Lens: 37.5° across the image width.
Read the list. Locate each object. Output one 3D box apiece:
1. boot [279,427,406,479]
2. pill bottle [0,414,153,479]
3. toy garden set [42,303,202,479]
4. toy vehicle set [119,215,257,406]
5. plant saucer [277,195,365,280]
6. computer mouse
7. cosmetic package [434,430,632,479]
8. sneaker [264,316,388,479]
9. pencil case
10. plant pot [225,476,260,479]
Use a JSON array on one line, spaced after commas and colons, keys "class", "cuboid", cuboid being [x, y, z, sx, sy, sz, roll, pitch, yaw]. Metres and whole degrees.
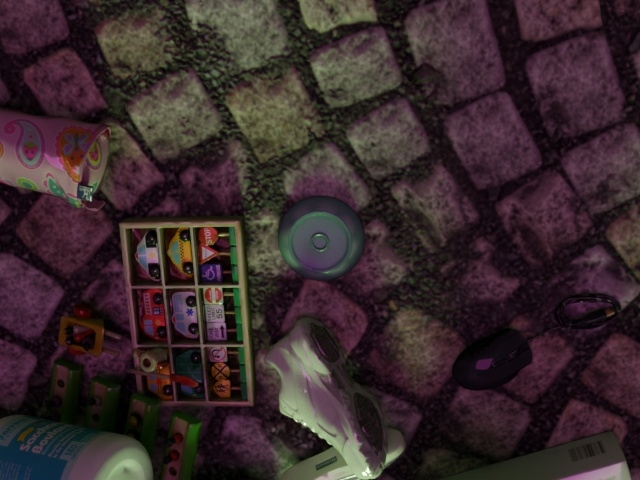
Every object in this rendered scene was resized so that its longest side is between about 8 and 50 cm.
[{"class": "boot", "cuboid": [0.043, 0.334, 1.332, 0.189, 0.069, 0.086, -23, 117, 11]}, {"class": "pill bottle", "cuboid": [-0.366, 0.314, 1.254, 0.264, 0.146, 0.146, 4, 105, 27]}, {"class": "toy garden set", "cuboid": [-0.278, 0.216, 1.294, 0.244, 0.049, 0.204, 18, 107, 20]}, {"class": "toy vehicle set", "cuboid": [-0.179, 0.099, 1.303, 0.165, 0.035, 0.267, -2, 103, 6]}, {"class": "plant saucer", "cuboid": [0.000, 0.000, 1.269, 0.119, 0.021, 0.119, 1, 104, 6]}, {"class": "computer mouse", "cuboid": [0.289, 0.137, 1.264, 0.242, 0.041, 0.071, -29, 98, 11]}, {"class": "cosmetic package", "cuboid": [0.272, 0.459, 1.318, 0.377, 0.097, 0.285, -19, 103, 10]}, {"class": "sneaker", "cuboid": [0.004, 0.226, 1.285, 0.115, 0.090, 0.232, -36, 74, 27]}, {"class": "pencil case", "cuboid": [-0.415, -0.122, 1.231, 0.284, 0.124, 0.124, 14, 105, 1]}, {"class": "plant pot", "cuboid": [-0.170, 0.429, 1.314, 0.230, 0.215, 0.215, -26, 100, -5]}]
